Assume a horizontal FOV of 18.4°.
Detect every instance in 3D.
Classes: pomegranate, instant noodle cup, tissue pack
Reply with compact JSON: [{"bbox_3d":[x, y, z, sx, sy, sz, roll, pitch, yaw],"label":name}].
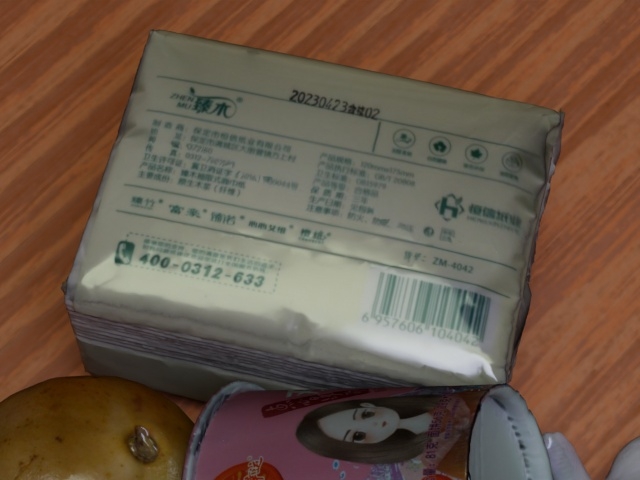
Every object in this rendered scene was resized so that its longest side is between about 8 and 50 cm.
[{"bbox_3d":[-0.190,0.213,1.592,0.233,0.233,0.233,1,64,-1],"label":"pomegranate"},{"bbox_3d":[0.045,0.215,1.540,0.231,0.243,0.243,-9,61,25],"label":"instant noodle cup"},{"bbox_3d":[0.000,0.000,1.707,0.380,0.207,0.297,14,65,5],"label":"tissue pack"}]

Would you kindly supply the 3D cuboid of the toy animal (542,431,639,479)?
[{"bbox_3d":[0.209,0.248,1.627,0.282,0.138,0.140,-13,32,-13],"label":"toy animal"}]
